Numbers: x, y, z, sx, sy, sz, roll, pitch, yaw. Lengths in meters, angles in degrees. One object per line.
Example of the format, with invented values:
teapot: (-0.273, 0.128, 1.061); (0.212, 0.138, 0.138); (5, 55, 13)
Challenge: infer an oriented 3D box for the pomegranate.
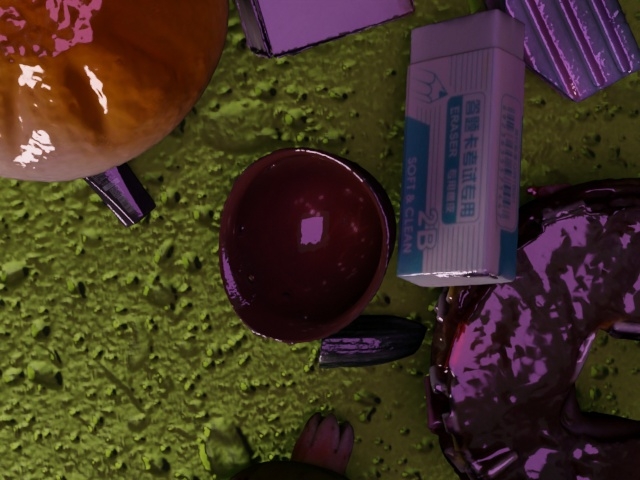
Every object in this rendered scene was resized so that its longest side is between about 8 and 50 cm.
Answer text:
pomegranate: (-0.013, 0.255, 1.103); (0.180, 0.180, 0.210); (26, 68, -12)

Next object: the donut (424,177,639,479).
donut: (0.221, 0.097, 1.113); (0.259, 0.136, 0.345); (20, 97, -9)

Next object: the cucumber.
cucumber: (0.047, 0.092, 1.131); (0.105, 0.048, 0.048); (-2, 101, -9)

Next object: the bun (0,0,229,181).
bun: (-0.223, -0.192, 0.956); (0.298, 0.165, 0.299); (0, 96, -4)

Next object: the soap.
soap: (0.208, -0.197, 1.090); (0.100, 0.056, 0.149); (-30, 104, -3)

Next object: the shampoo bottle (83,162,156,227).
shampoo bottle: (-0.197, -0.074, 1.073); (0.048, 0.027, 0.137); (-35, 104, 9)

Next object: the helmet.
helmet: (0.000, 0.000, 1.073); (0.155, 0.106, 0.175); (27, 108, 17)

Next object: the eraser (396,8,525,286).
eraser: (0.120, -0.074, 1.043); (0.052, 0.095, 0.225); (14, 75, -46)

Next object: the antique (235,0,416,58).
antique: (-0.006, -0.237, 1.005); (0.148, 0.152, 0.147); (-17, 104, -7)
